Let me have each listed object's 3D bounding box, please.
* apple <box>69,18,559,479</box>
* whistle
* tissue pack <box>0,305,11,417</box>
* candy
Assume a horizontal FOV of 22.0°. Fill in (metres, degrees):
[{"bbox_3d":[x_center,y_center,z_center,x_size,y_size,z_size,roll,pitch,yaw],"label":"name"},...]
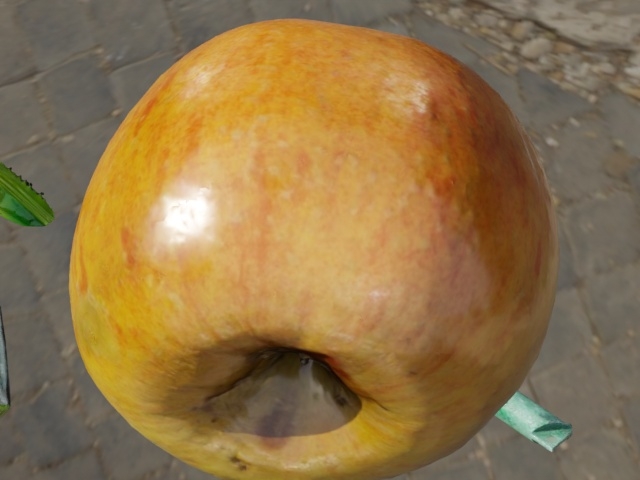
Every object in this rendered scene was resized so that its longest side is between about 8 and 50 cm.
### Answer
[{"bbox_3d":[0.000,0.000,1.006,0.299,0.299,0.275,8,57,-1],"label":"apple"},{"bbox_3d":[0.179,0.158,1.712,0.186,0.039,0.039,33,100,31],"label":"whistle"},{"bbox_3d":[-0.460,0.187,1.941,0.073,0.173,0.235,26,125,-39],"label":"tissue pack"},{"bbox_3d":[-0.277,-0.061,1.233,0.032,0.178,0.102,-53,132,-13],"label":"candy"}]
